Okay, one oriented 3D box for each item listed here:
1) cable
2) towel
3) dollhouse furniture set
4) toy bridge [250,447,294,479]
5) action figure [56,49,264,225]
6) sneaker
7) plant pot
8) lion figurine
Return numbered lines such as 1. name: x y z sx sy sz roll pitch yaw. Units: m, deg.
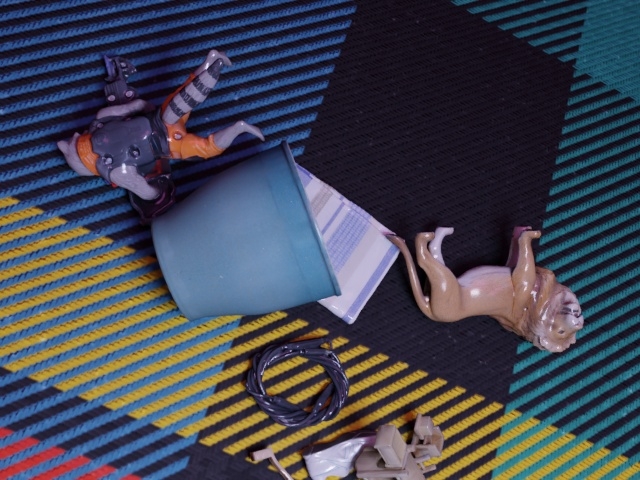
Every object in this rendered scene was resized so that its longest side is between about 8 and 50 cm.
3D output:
1. cable: -0.043 0.250 1.358 0.184 0.047 0.151 -8 79 -25
2. towel: 0.000 0.000 1.466 0.285 0.034 0.209 36 65 -3
3. dollhouse furniture set: 0.122 0.340 1.325 0.182 0.101 0.161 61 33 -30
4. toy bridge: -0.062 0.432 1.278 0.063 0.026 0.188 -10 75 -25
5. action figure: -0.298 -0.221 1.333 0.330 0.178 0.342 -26 74 3
6. sneaker: 0.043 0.368 1.344 0.152 0.053 0.061 -14 93 -22
7. plant pot: -0.129 0.006 1.288 0.255 0.272 0.272 -20 78 0
8. lion figurine: 0.313 0.095 1.502 0.391 0.142 0.241 1 97 -6
